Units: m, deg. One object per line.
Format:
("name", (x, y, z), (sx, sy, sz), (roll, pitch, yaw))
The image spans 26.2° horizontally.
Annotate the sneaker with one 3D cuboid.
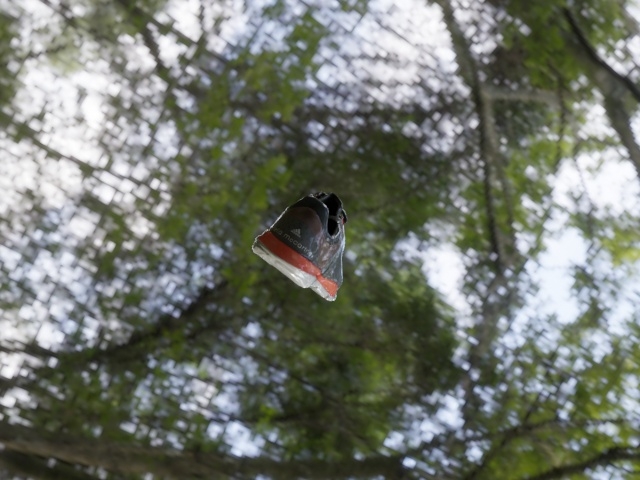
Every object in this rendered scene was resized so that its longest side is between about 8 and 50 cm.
("sneaker", (0.000, 0.000, 0.964), (0.065, 0.061, 0.158), (-55, 174, 1))
